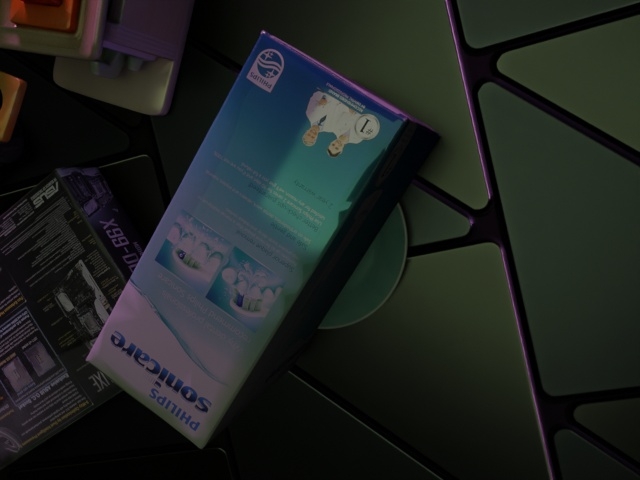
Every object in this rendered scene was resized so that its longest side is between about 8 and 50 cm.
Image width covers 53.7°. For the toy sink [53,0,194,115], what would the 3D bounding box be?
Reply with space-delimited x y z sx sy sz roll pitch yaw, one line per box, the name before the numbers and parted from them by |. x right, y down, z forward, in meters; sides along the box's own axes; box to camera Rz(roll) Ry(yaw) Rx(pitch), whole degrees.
toy sink | -0.227 -0.261 0.644 0.153 0.131 0.234 20 102 13

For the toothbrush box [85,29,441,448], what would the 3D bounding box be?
toothbrush box | -0.035 -0.002 0.553 0.126 0.216 0.295 33 105 11

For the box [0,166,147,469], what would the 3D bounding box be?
box | -0.327 0.097 0.746 0.307 0.076 0.242 -34 87 17

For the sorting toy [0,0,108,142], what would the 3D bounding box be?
sorting toy | -0.274 -0.263 0.565 0.196 0.047 0.347 11 95 14

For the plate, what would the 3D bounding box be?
plate | 0.000 0.000 0.668 0.188 0.024 0.188 2 97 15

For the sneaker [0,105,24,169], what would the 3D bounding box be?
sneaker | -0.491 -0.159 0.716 0.130 0.109 0.286 -39 106 25
